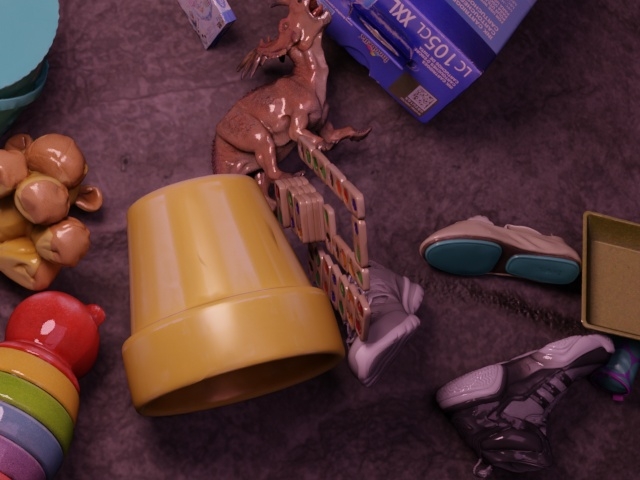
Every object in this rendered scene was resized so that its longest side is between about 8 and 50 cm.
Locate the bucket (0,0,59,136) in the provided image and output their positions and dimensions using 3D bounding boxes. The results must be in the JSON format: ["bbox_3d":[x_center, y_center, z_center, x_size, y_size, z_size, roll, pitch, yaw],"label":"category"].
[{"bbox_3d":[-0.445,-0.247,1.693,0.281,0.183,0.281,8,71,-22],"label":"bucket"}]

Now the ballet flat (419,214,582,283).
[{"bbox_3d":[0.244,0.008,1.992,0.248,0.086,0.086,11,69,-22],"label":"ballet flat"}]

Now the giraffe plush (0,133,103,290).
[{"bbox_3d":[-0.336,-0.055,1.700,0.181,0.210,0.170,61,41,-20],"label":"giraffe plush"}]

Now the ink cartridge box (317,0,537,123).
[{"bbox_3d":[0.139,-0.349,1.968,0.270,0.151,0.395,43,50,-6],"label":"ink cartridge box"}]

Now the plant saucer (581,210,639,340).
[{"bbox_3d":[0.442,0.067,2.003,0.188,0.045,0.188,14,57,-10],"label":"plant saucer"}]

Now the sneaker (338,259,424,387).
[{"bbox_3d":[0.053,0.096,1.797,0.115,0.281,0.105,35,103,-2],"label":"sneaker"}]

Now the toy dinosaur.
[{"bbox_3d":[-0.069,-0.163,1.873,0.296,0.127,0.200,-43,82,-3],"label":"toy dinosaur"}]

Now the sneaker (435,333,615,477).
[{"bbox_3d":[0.292,0.225,1.927,0.269,0.101,0.153,-17,82,-22],"label":"sneaker"}]

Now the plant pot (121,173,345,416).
[{"bbox_3d":[-0.122,0.060,1.705,0.254,0.254,0.239,-8,74,-26],"label":"plant pot"}]

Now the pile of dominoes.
[{"bbox_3d":[0.000,0.000,1.690,0.040,0.251,0.196,-11,113,-14],"label":"pile of dominoes"}]

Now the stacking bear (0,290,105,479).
[{"bbox_3d":[-0.338,0.184,1.619,0.175,0.164,0.289,3,50,23],"label":"stacking bear"}]

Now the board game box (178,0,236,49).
[{"bbox_3d":[-0.152,-0.309,1.898,0.020,0.090,0.090,-29,87,-27],"label":"board game box"}]

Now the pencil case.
[{"bbox_3d":[0.433,0.144,2.032,0.151,0.064,0.070,-61,140,-26],"label":"pencil case"}]
